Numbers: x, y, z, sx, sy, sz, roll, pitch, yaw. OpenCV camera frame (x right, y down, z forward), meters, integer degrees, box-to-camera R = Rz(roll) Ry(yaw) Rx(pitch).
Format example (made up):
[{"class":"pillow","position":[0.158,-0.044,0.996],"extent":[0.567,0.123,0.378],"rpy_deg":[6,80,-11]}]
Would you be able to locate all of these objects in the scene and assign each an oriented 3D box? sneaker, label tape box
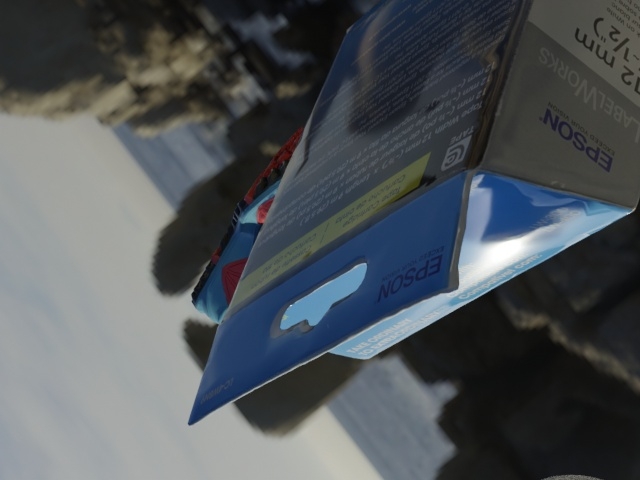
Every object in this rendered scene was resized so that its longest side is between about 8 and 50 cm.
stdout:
[{"class":"sneaker","position":[0.000,0.000,1.249],"extent":[0.125,0.104,0.262],"rpy_deg":[35,145,2]},{"class":"label tape box","position":[0.077,-0.040,0.988],"extent":[0.115,0.348,0.249],"rpy_deg":[34,141,-19]}]

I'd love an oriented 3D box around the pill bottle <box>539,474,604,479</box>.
[{"class":"pill bottle","position":[0.196,0.286,1.279],"extent":[0.108,0.108,0.193],"rpy_deg":[-132,28,-51]}]
